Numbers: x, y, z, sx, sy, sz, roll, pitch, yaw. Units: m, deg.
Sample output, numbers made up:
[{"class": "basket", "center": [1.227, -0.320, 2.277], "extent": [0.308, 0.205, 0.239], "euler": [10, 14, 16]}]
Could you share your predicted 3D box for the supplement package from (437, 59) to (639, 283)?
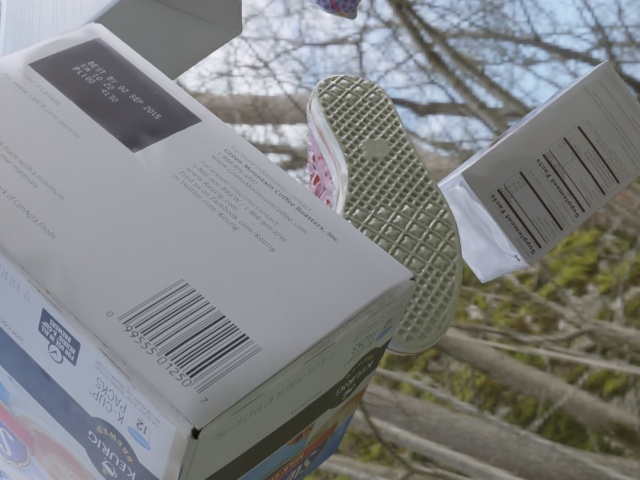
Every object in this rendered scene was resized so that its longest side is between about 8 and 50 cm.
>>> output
[{"class": "supplement package", "center": [0.265, -0.079, 1.366], "extent": [0.244, 0.139, 0.134], "euler": [-37, -89, -20]}]

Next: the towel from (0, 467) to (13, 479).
[{"class": "towel", "center": [-0.421, 0.350, 1.569], "extent": [0.209, 0.285, 0.034], "euler": [-50, -43, -36]}]

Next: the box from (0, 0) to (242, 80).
[{"class": "box", "center": [-0.272, -0.321, 1.527], "extent": [0.168, 0.345, 0.215], "euler": [15, -116, -38]}]

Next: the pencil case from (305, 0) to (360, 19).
[{"class": "pencil case", "center": [0.059, -0.510, 1.940], "extent": [0.113, 0.124, 0.273], "euler": [19, -73, -16]}]

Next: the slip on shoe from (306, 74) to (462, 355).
[{"class": "slip on shoe", "center": [0.050, -0.020, 1.092], "extent": [0.123, 0.331, 0.101], "euler": [-2, -44, -16]}]

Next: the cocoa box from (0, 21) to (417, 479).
[{"class": "cocoa box", "center": [-0.151, 0.046, 0.865], "extent": [0.231, 0.347, 0.228], "euler": [-32, -27, -41]}]
